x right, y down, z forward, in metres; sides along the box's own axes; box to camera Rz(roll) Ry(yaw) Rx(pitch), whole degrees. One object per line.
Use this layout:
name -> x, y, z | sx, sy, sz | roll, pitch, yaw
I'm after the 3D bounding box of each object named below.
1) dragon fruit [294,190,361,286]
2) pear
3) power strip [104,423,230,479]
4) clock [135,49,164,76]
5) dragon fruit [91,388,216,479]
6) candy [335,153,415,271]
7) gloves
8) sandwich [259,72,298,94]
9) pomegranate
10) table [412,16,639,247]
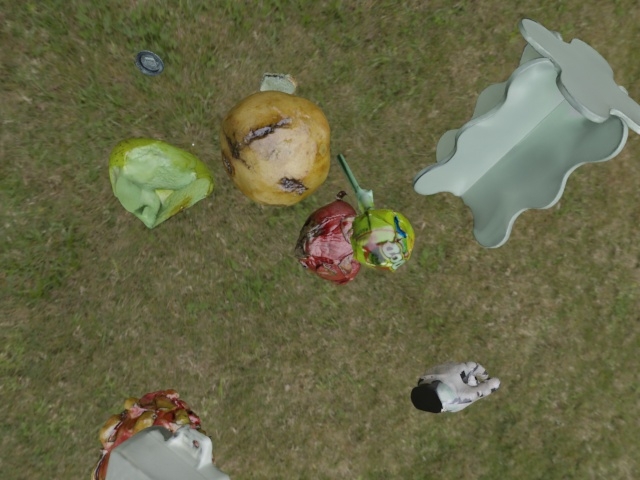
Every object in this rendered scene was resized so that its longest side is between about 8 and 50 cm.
dragon fruit -> 0.000, 0.004, 1.390 | 0.148, 0.218, 0.223 | 0, 137, -27
pear -> -0.501, -0.214, 1.667 | 0.282, 0.176, 0.286 | 43, 50, 9
power strip -> -0.163, 0.315, 0.499 | 0.098, 0.058, 0.338 | 26, 113, 22
clock -> -0.506, -0.524, 1.615 | 0.085, 0.017, 0.085 | 20, 53, -30
dragon fruit -> -0.450, 0.527, 1.423 | 0.314, 0.296, 0.262 | 1, 100, 27
candy -> 0.040, -0.039, 0.541 | 0.058, 0.194, 0.062 | -39, 126, 14
gloves -> 0.296, 0.311, 1.188 | 0.212, 0.127, 0.111 | -19, 71, -44
sandwich -> -0.121, -0.449, 1.573 | 0.105, 0.035, 0.093 | -23, 131, 26
pomegranate -> -0.103, -0.203, 1.225 | 0.261, 0.260, 0.260 | -2, 100, -13
table -> 0.209, -0.103, 0.586 | 0.167, 0.166, 0.198 | 25, 135, -16
